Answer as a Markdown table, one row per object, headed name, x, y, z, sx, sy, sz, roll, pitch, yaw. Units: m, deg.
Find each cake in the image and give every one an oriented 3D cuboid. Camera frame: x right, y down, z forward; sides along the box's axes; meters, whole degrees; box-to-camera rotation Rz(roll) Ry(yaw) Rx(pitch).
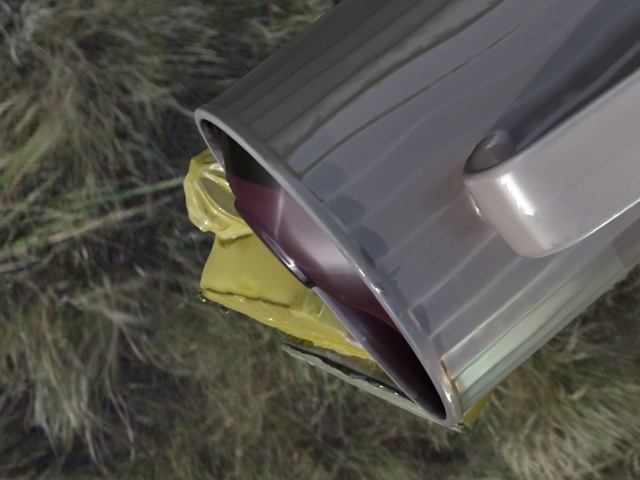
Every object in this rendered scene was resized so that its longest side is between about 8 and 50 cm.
| name | x | y | z | sx | sy | sz | roll | pitch | yaw |
| --- | --- | --- | --- | --- | --- | --- | --- | --- | --- |
| cake | 0.000 | 0.000 | 1.163 | 0.286 | 0.227 | 0.222 | 27 | 76 | -41 |

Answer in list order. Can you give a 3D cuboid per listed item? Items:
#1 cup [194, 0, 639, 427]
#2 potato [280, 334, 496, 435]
| name | x | y | z | sx | sy | sz | roll | pitch | yaw |
| --- | --- | --- | --- | --- | --- | --- | --- | --- | --- |
| cup | 0.091 | -0.070 | 0.519 | 0.273 | 0.288 | 0.208 | -38 | 73 | -7 |
| potato | 0.153 | 0.104 | 1.538 | 0.290 | 0.397 | 0.296 | 30 | 83 | -15 |
